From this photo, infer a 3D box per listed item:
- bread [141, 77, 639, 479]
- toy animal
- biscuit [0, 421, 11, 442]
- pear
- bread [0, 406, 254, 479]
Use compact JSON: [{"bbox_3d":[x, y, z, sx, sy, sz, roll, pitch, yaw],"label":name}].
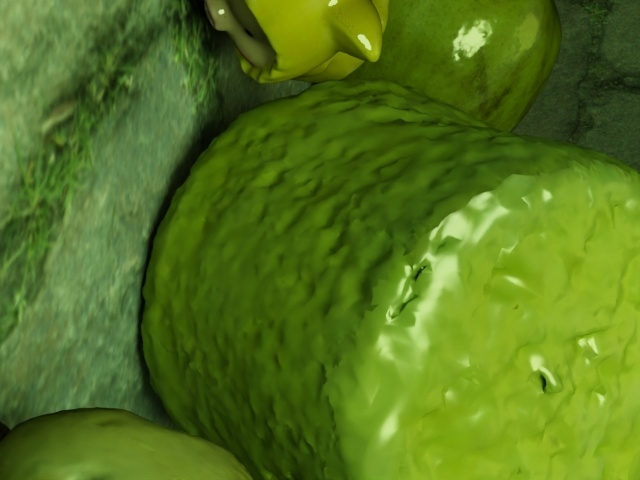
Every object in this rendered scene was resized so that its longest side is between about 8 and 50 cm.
[{"bbox_3d":[0.079,0.057,0.681,0.348,0.307,0.348,-6,101,-33],"label":"bread"},{"bbox_3d":[-0.014,-0.188,0.713,0.230,0.156,0.156,-94,-168,-82],"label":"toy animal"},{"bbox_3d":[-0.193,0.158,0.379,0.182,0.034,0.215,86,19,-65],"label":"biscuit"},{"bbox_3d":[0.124,-0.211,1.117,0.375,0.287,0.287,-64,166,-7],"label":"pear"},{"bbox_3d":[-0.089,0.244,0.387,0.300,0.210,0.341,100,6,-59],"label":"bread"}]
